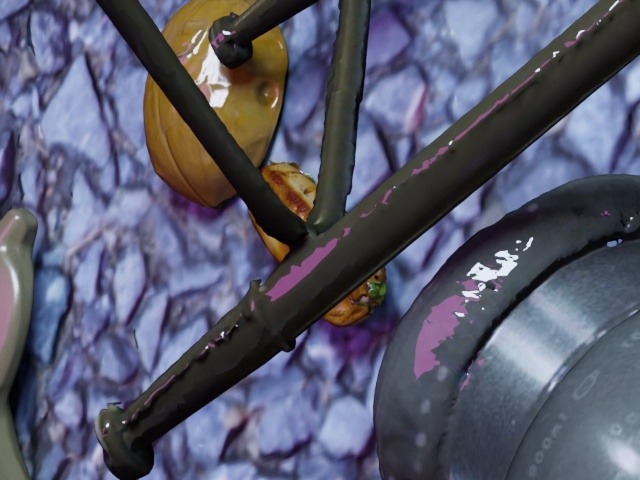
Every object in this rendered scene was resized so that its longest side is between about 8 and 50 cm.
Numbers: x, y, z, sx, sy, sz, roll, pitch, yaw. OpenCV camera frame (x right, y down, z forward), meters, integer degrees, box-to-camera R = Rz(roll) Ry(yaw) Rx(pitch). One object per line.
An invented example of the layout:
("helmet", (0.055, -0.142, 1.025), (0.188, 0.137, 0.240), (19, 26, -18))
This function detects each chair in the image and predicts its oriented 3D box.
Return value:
("chair", (0.028, -0.215, 0.669), (0.410, 0.365, 0.362), (-24, 27, 19))

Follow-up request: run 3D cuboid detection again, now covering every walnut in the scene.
("walnut", (-0.067, -0.080, 0.988), (0.091, 0.052, 0.121), (-3, 77, 48))

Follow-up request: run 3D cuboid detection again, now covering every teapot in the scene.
("teapot", (0.153, 0.059, 0.627), (0.285, 0.223, 0.305), (38, 110, 50))

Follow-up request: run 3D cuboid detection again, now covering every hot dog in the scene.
("hot dog", (0.000, 0.000, 0.918), (0.122, 0.037, 0.049), (54, 130, 44))

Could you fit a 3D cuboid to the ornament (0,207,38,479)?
("ornament", (-0.218, 0.120, 1.087), (0.245, 0.061, 0.230), (-46, 50, 30))
